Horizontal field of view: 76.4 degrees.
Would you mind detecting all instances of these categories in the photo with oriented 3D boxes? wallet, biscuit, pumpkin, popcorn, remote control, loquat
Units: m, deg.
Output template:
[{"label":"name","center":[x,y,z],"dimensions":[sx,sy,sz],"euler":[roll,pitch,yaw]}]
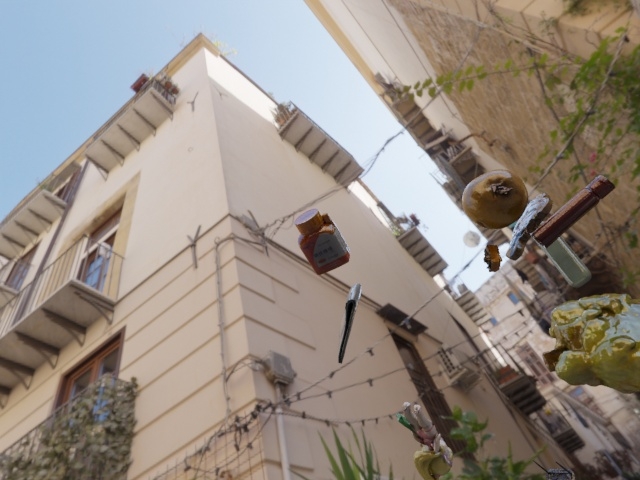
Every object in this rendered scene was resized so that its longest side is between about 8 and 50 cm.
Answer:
[{"label":"wallet","center":[0.115,0.345,1.742],"dimensions":[0.054,0.251,0.290],"euler":[15,-79,6]},{"label":"biscuit","center":[0.755,-0.058,1.480],"dimensions":[0.319,0.047,0.183],"euler":[-56,-10,-13]},{"label":"pumpkin","center":[0.592,0.062,1.410],"dimensions":[0.054,0.074,0.083],"euler":[-12,-34,7]},{"label":"popcorn","center":[0.621,0.231,0.874],"dimensions":[0.266,0.233,0.192],"euler":[-26,-61,3]},{"label":"remote control","center":[0.942,0.047,1.608],"dimensions":[0.038,0.309,0.090],"euler":[12,-49,-31]},{"label":"loquat","center":[0.594,-0.140,1.391],"dimensions":[0.208,0.208,0.207],"euler":[-9,-51,-11]}]

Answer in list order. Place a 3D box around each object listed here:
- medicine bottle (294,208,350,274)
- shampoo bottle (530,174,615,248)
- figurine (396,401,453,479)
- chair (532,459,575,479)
[{"label":"medicine bottle","center":[0.000,0.000,1.507],"dimensions":[0.150,0.112,0.222],"euler":[-26,-67,13]},{"label":"shampoo bottle","center":[0.777,-0.087,1.258],"dimensions":[0.260,0.064,0.102],"euler":[-47,-29,18]},{"label":"figurine","center":[0.206,0.399,0.803],"dimensions":[0.083,0.083,0.187],"euler":[-25,-70,2]},{"label":"chair","center":[0.307,0.315,0.517],"dimensions":[0.086,0.042,0.037],"euler":[44,-42,-14]}]
